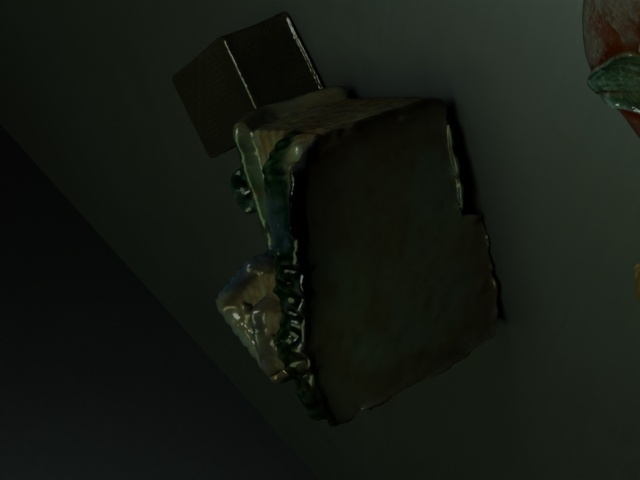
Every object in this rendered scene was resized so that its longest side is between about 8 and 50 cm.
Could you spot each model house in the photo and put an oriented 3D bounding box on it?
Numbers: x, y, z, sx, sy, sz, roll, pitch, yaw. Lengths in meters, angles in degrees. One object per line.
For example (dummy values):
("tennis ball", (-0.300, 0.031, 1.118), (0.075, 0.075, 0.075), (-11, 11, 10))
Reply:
("model house", (0.000, 0.000, 1.567), (0.400, 0.395, 0.445), (16, 124, 54))

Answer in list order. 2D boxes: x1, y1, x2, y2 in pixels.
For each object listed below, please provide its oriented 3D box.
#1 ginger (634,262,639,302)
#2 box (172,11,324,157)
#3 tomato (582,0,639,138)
("ginger", (0.500, 0.019, 1.085), (0.348, 0.122, 0.363), (15, 138, 41))
("box", (-0.136, -0.277, 1.773), (0.273, 0.143, 0.184), (-16, 102, 61))
("tomato", (0.393, -0.198, 0.877), (0.316, 0.283, 0.316), (51, 168, 16))
